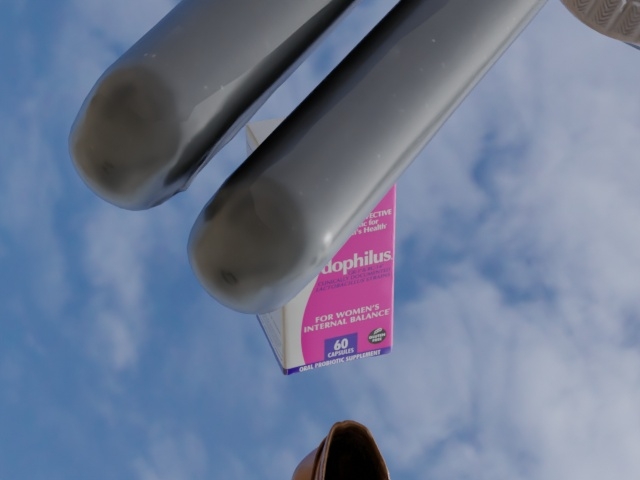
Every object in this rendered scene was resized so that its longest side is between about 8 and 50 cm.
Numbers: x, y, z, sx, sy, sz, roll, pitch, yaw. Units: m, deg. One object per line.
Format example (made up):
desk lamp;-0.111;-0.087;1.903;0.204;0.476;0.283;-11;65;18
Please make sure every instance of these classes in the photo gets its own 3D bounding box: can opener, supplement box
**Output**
can opener;0.049;-0.101;0.397;0.076;0.283;0.095;42;-37;-3
supplement box;0.000;0.000;1.362;0.114;0.111;0.220;-120;-157;-52

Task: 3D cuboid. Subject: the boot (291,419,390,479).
boot;0.036;0.313;1.311;0.220;0.109;0.283;110;-24;-60

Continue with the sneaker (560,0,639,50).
sneaker;0.348;-0.224;1.500;0.321;0.180;0.124;40;-86;8
